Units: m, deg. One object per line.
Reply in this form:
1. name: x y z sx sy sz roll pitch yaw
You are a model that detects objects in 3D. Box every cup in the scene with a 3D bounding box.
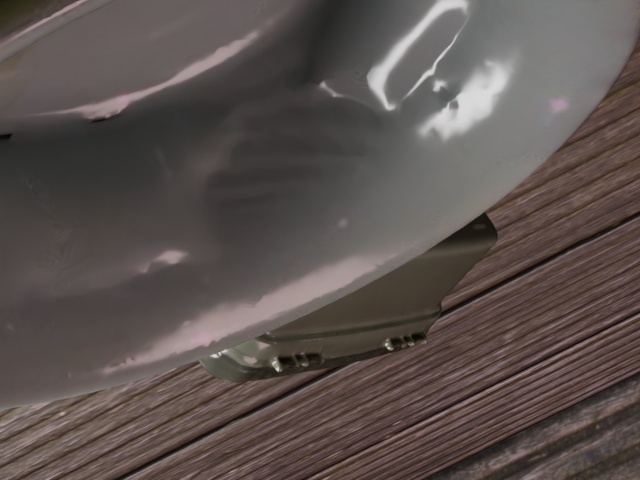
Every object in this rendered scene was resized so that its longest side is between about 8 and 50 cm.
1. cup: -0.065 -0.079 0.530 0.347 0.163 0.347 -23 161 -8

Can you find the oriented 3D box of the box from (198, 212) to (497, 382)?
1. box: 0.000 0.000 0.846 0.210 0.148 0.129 -4 144 -51
